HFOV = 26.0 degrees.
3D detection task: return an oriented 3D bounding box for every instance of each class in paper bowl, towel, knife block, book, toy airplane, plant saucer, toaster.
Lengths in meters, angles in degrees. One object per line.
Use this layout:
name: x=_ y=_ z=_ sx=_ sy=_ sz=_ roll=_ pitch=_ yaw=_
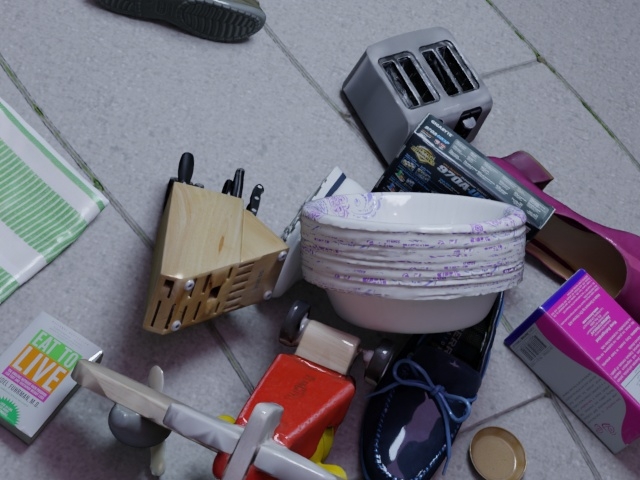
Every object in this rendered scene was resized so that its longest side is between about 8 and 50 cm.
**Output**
paper bowl: x=0.116 y=0.028 z=1.747 sx=0.284 sy=0.284 sz=0.148 roll=-4 pitch=100 yaw=-24
towel: x=-0.455 y=-0.033 z=1.736 sx=0.248 sy=0.038 sz=0.325 roll=43 pitch=54 yaw=5
knife block: x=-0.172 y=-0.012 z=1.758 sx=0.242 sy=0.088 sz=0.276 roll=39 pitch=36 yaw=28
book: x=-0.343 y=0.164 z=1.669 sx=0.096 sy=0.035 sz=0.144 roll=34 pitch=55 yaw=5
toy airplane: x=-0.059 y=0.256 z=1.581 sx=0.384 sy=0.272 sz=0.386 roll=7 pitch=25 yaw=-33
plant saucer: x=0.234 y=0.287 z=1.838 sx=0.083 sy=0.015 sz=0.083 roll=10 pitch=58 yaw=-16
toaster: x=0.140 y=-0.218 z=2.047 sx=0.168 sy=0.110 sz=0.185 roll=-18 pitch=69 yaw=-31

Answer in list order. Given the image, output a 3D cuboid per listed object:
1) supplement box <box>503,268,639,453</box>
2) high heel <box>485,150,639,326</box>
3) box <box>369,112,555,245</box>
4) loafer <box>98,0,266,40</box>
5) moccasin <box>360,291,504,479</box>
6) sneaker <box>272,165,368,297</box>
supplement box: x=0.384 y=0.167 z=1.914 sx=0.220 sy=0.111 sz=0.114 roll=47 pitch=54 yaw=8
high heel: x=0.342 y=0.021 z=1.970 sx=0.377 sy=0.127 sz=0.181 roll=43 pitch=40 yaw=24
box: x=0.191 y=-0.052 z=1.927 sx=0.220 sy=0.175 sz=0.051 roll=37 pitch=53 yaw=3
loafer: x=-0.197 y=-0.362 z=2.004 sx=0.251 sy=0.094 sz=0.087 roll=14 pitch=61 yaw=-14
moccasin: x=0.145 y=0.173 z=1.808 sx=0.138 sy=0.117 sz=0.342 roll=27 pitch=54 yaw=-5
sneaker: x=0.000 y=0.000 z=1.877 sx=0.095 sy=0.090 sz=0.235 roll=41 pitch=55 yaw=-7
